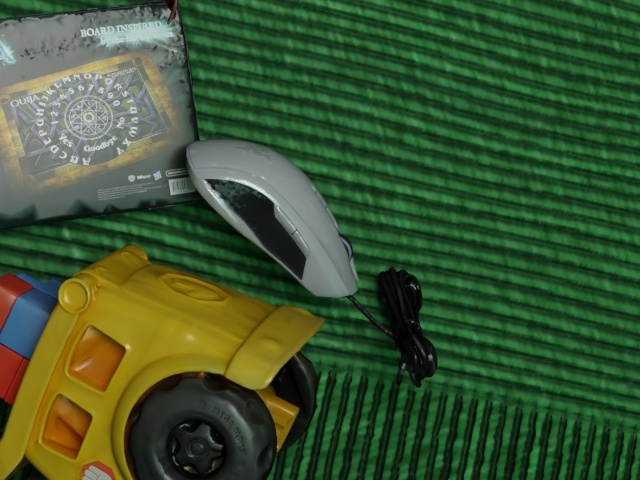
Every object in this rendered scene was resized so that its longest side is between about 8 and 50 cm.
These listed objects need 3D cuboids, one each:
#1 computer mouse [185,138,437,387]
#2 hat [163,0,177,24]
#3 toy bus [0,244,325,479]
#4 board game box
[{"bbox_3d":[0.000,0.000,1.135,0.193,0.106,0.042,42,110,-17],"label":"computer mouse"},{"bbox_3d":[-0.150,-0.236,1.054,0.208,0.183,0.173,29,83,-14],"label":"hat"},{"bbox_3d":[-0.128,0.111,1.087,0.211,0.149,0.220,25,104,5],"label":"toy bus"},{"bbox_3d":[-0.166,-0.072,1.133,0.186,0.026,0.126,-8,92,-15],"label":"board game box"}]
